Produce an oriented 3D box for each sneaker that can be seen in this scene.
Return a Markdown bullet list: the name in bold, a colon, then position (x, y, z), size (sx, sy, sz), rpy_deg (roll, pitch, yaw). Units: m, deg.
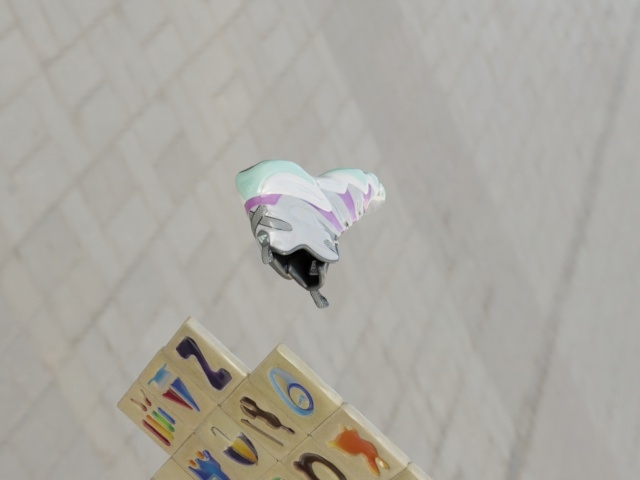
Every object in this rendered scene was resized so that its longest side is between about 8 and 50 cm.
- **sneaker**: position (0.000, 0.000, 0.865), size (0.098, 0.038, 0.069), rpy_deg (3, 70, -46)

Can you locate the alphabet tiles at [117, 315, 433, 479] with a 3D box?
- **alphabet tiles**: position (0.006, 0.201, 1.253), size (0.342, 0.285, 0.011), rpy_deg (42, 56, 1)
